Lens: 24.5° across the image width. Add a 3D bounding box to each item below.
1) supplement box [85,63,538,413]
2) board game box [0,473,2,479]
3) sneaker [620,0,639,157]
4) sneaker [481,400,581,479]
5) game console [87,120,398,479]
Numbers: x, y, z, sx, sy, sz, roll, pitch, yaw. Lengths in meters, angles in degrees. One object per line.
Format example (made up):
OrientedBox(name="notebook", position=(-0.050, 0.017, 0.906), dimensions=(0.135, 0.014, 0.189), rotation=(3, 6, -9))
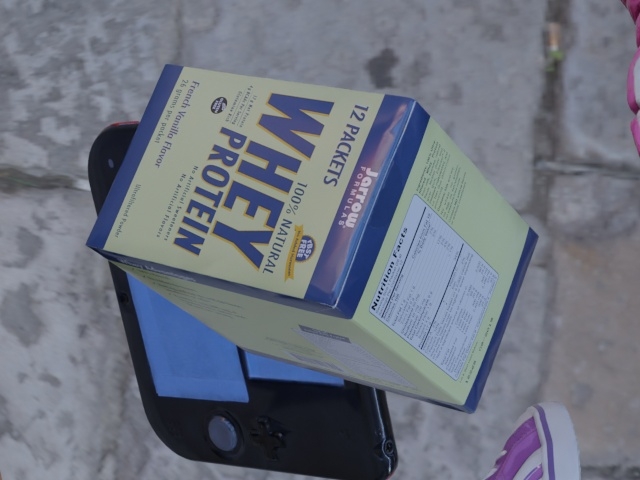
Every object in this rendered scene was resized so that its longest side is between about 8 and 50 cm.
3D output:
OrientedBox(name="supplement box", position=(0.000, 0.000, 0.400), dimensions=(0.083, 0.083, 0.056), rotation=(40, 67, -52))
OrientedBox(name="board game box", position=(-0.525, 0.232, 1.355), dimensions=(0.356, 0.356, 0.356), rotation=(-27, 134, 0))
OrientedBox(name="sneaker", position=(0.145, -0.057, 0.403), dimensions=(0.103, 0.111, 0.252), rotation=(31, 36, -47))
OrientedBox(name="sneaker", position=(0.109, 0.212, 1.056), dimensions=(0.161, 0.282, 0.102), rotation=(-2, 119, 11))
OrientedBox(name="game console", position=(-0.089, 0.058, 1.531), dimensions=(0.060, 0.342, 0.386), rotation=(-25, 108, -42))
